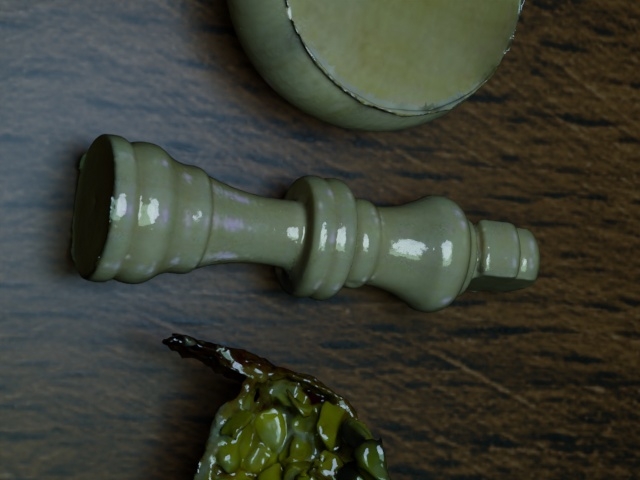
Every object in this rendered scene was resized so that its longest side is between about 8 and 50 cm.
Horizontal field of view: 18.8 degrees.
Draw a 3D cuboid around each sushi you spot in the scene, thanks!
[{"bbox_3d":[-0.017,0.208,1.529,0.167,0.179,0.296,-10,85,4],"label":"sushi"}]

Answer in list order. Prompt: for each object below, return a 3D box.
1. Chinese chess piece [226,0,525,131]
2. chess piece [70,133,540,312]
[{"bbox_3d":[0.046,-0.217,1.582,0.257,0.104,0.257,1,88,-31],"label":"Chinese chess piece"},{"bbox_3d":[0.000,0.000,1.585,0.397,0.117,0.117,8,87,-22],"label":"chess piece"}]
